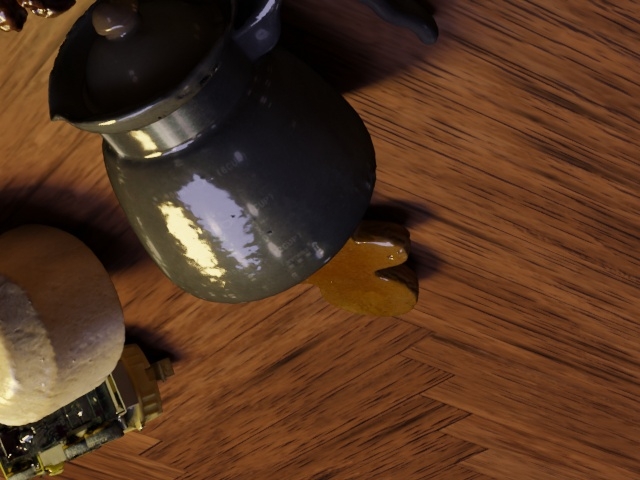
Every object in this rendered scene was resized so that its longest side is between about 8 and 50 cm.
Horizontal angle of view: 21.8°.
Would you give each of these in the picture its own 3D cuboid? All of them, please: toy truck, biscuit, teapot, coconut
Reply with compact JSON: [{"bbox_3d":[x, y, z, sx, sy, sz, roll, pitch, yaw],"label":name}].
[{"bbox_3d":[-0.305,0.215,2.128,0.157,0.124,0.272,-16,171,-47],"label":"toy truck"},{"bbox_3d":[0.000,0.000,1.736,0.196,0.049,0.301,-8,148,36],"label":"biscuit"},{"bbox_3d":[-0.073,-0.110,1.389,0.305,0.223,0.285,-7,141,32],"label":"teapot"},{"bbox_3d":[-0.320,0.088,1.831,0.202,0.222,0.202,14,117,29],"label":"coconut"}]

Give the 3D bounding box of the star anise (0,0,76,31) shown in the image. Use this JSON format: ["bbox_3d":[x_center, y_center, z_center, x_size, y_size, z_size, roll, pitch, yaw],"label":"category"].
[{"bbox_3d":[-0.297,-0.245,1.347,0.234,0.073,0.177,33,135,-25],"label":"star anise"}]
